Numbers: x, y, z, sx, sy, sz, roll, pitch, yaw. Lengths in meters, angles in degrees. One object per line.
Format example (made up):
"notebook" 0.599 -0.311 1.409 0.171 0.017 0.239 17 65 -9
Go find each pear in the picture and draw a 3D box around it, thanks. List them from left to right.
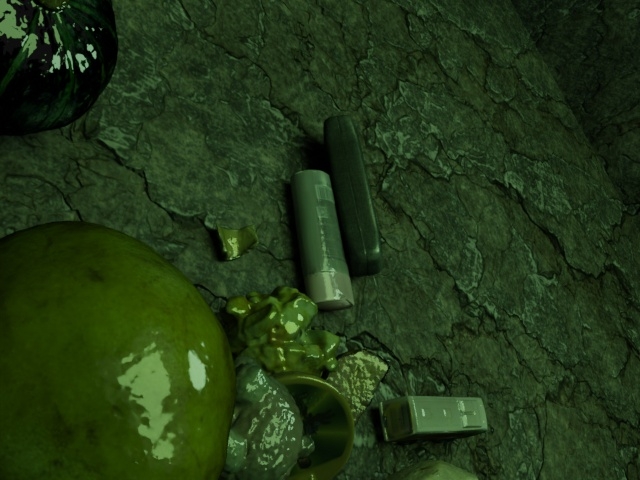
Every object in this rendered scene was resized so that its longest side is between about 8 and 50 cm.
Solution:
"pear" -0.275 0.163 0.893 0.352 0.352 0.413 13 29 -46

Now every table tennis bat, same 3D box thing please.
"table tennis bat" -0.033 0.346 1.252 0.050 0.198 0.320 -129 -157 -70

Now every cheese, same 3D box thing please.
"cheese" -0.145 0.001 1.405 0.084 0.041 0.060 -9 69 -36

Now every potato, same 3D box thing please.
"potato" 0.040 0.271 1.456 0.101 0.089 0.172 31 78 -9

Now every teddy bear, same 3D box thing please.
"teddy bear" -0.133 0.262 1.082 0.151 0.267 0.236 41 55 -26

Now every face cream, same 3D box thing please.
"face cream" 0.000 0.000 1.550 0.107 0.073 0.269 9 63 -44

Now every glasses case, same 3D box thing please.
"glasses case" 0.064 -0.089 1.634 0.131 0.074 0.323 74 5 -70

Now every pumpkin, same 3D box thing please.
"pumpkin" -0.414 -0.298 1.103 0.315 0.238 0.315 25 56 -43

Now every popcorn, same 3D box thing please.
"popcorn" -0.076 0.160 1.292 0.185 0.167 0.187 0 66 -45

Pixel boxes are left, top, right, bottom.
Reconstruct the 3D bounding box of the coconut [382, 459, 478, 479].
"coconut" 0.190 0.512 1.344 0.237 0.237 0.265 -22 89 -53

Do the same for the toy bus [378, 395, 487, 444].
"toy bus" 0.224 0.346 1.588 0.268 0.106 0.092 13 61 -46
